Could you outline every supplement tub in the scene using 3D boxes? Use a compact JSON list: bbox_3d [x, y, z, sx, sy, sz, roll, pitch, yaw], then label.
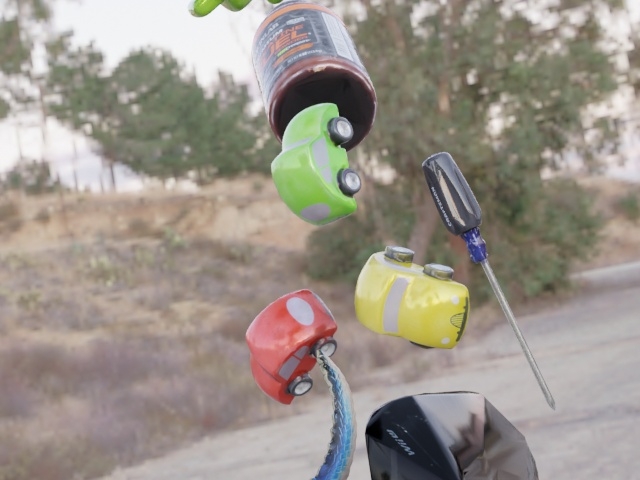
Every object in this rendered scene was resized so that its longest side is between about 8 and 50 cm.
[{"bbox_3d":[-0.012,-0.167,1.303,0.106,0.106,0.198,-10,33,-5],"label":"supplement tub"}]

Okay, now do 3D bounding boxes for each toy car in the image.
[{"bbox_3d":[0.000,0.000,1.041,0.053,0.225,0.239,1,-18,-43],"label":"toy car"}]

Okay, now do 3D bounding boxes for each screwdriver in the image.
[{"bbox_3d":[0.102,0.026,0.805,0.025,0.170,0.024,-23,-3,37],"label":"screwdriver"}]

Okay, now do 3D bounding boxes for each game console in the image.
[{"bbox_3d":[0.088,0.248,0.597,0.043,0.362,0.213,-12,-10,16],"label":"game console"}]

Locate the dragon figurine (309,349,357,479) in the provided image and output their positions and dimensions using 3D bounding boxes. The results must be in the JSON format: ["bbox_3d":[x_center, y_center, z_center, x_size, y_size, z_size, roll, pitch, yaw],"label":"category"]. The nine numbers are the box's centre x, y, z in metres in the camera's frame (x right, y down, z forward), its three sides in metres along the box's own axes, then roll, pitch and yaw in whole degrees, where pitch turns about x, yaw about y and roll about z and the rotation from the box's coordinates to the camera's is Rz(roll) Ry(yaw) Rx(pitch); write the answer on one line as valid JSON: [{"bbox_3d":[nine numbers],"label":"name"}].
[{"bbox_3d":[-0.057,0.201,0.697,0.144,0.289,0.085,10,8,-30],"label":"dragon figurine"}]

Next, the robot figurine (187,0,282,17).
[{"bbox_3d":[-0.054,-0.201,0.895,0.115,0.101,0.067,-47,13,-3],"label":"robot figurine"}]
